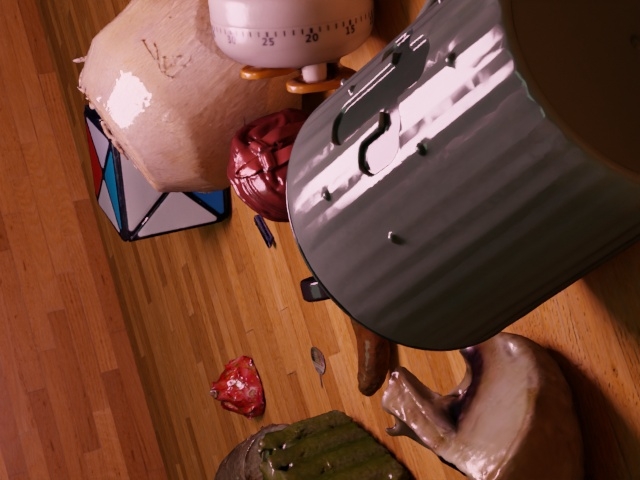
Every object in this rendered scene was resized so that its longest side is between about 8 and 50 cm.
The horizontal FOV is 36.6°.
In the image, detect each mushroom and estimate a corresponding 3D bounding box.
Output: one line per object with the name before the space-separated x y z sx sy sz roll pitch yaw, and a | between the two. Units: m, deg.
mushroom | 0.232 0.245 1.185 0.217 0.212 0.292 42 165 -25

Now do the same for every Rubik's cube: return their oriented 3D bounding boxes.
Rubik's cube | -0.355 -0.169 2.112 0.248 0.246 0.250 40 138 54

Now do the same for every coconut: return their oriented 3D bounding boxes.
coconut | -0.194 -0.266 1.609 0.346 0.360 0.346 50 171 11

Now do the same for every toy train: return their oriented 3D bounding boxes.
toy train | -0.111 -0.017 1.933 0.017 0.017 0.083 101 147 -48

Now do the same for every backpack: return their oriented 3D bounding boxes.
backpack | -0.034 -0.112 1.456 0.229 0.229 0.139 61 148 31

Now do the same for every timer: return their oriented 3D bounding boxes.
timer | -0.038 -0.341 1.333 0.233 0.234 0.240 38 138 55

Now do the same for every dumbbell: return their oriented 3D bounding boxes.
dumbbell | 0.000 0.000 1.588 0.100 0.100 0.191 -5 98 66

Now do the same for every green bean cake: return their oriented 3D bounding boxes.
green bean cake | 0.026 0.498 1.657 0.335 0.218 0.319 -138 41 -56

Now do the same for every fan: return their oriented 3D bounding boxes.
fan | -0.007 0.236 1.851 0.060 0.003 0.080 54 148 43

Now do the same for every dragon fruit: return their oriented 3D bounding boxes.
dragon fruit | -0.205 0.346 2.230 0.153 0.111 0.153 170 90 -69

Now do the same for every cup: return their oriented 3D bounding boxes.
cup | 0.158 -0.129 0.923 0.392 0.310 0.400 -41 67 58

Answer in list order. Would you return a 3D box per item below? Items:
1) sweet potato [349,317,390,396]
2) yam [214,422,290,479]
sweet potato | 0.072 0.116 1.531 0.075 0.075 0.273 16 120 64
yam | -0.122 0.489 2.052 0.168 0.168 0.304 71 156 13
